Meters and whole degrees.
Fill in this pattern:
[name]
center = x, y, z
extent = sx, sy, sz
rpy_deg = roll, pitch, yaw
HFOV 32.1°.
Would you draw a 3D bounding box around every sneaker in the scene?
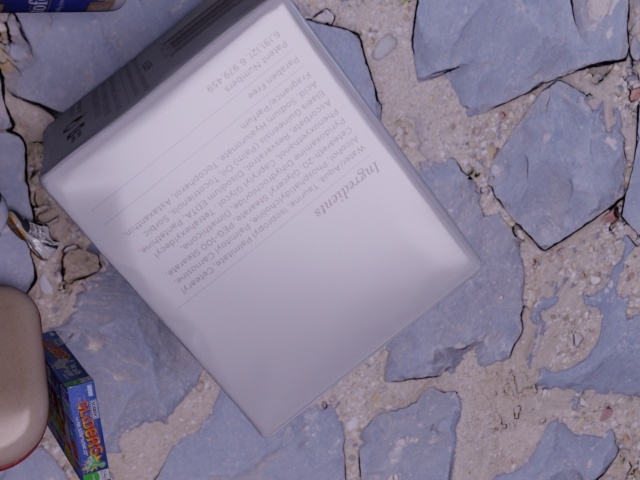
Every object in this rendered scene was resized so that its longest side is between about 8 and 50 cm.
[sneaker]
center = -0.369, -0.013, 1.428
extent = 0.037, 0.032, 0.083
rpy_deg = -50, 124, -22

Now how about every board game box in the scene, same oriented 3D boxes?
[board game box]
center = -0.319, 0.209, 1.410
extent = 0.035, 0.201, 0.136
rpy_deg = -14, 110, -23

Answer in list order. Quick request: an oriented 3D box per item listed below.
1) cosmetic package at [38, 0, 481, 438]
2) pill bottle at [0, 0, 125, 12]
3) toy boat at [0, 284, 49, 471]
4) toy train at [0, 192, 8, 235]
[cosmetic package]
center = -0.082, -0.055, 1.332
extent = 0.327, 0.329, 0.394
rpy_deg = -39, 109, -1
[pill bottle]
center = -0.359, -0.338, 1.273
extent = 0.264, 0.153, 0.153
rpy_deg = -6, 106, -24
[toy boat]
center = -0.419, 0.179, 1.392
extent = 0.151, 0.151, 0.231
rpy_deg = -6, 66, -14
[toy train]
center = -0.521, -0.022, 1.248
extent = 0.334, 0.142, 0.190
rpy_deg = 15, 129, -33
